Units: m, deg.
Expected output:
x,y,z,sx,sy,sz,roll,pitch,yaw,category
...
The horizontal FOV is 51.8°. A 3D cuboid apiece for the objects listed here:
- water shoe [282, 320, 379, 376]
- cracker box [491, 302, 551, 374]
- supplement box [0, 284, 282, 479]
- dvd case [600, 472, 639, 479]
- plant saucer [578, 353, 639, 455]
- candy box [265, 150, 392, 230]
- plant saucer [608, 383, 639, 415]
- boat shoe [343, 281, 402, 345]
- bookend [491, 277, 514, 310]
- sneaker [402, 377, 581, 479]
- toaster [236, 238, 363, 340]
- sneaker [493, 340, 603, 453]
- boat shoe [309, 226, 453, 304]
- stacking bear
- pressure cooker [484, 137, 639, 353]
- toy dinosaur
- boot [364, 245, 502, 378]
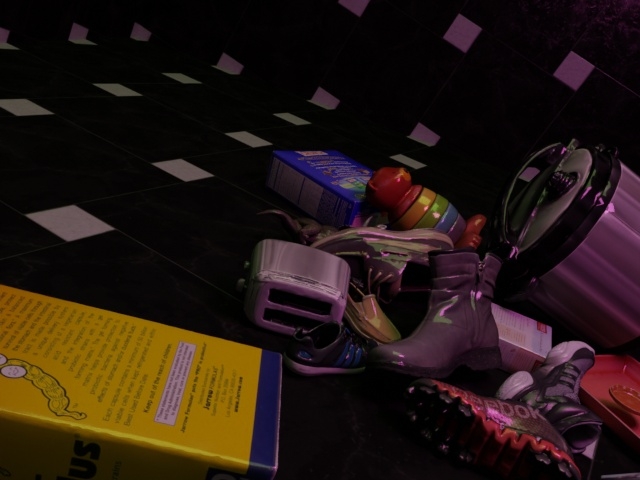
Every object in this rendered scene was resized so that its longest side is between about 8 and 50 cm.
x,y,z,sx,sy,sz,roll,pitch,yaw,category
0.034,0.177,1.103,0.203,0.080,0.073,-2,30,-41,water shoe
0.347,0.187,1.343,0.232,0.067,0.156,22,22,12,cracker box
-0.237,0.204,0.678,0.357,0.194,0.195,15,22,-8,supplement box
0.483,0.360,0.987,0.120,0.013,0.087,-12,-13,22,dvd case
0.602,0.316,1.266,0.259,0.047,0.259,4,27,-31,plant saucer
0.051,-0.136,1.801,0.268,0.122,0.317,-9,36,-46,candy box
0.569,0.295,1.208,0.084,0.013,0.083,16,21,-7,plant saucer
0.086,0.135,1.254,0.068,0.072,0.190,-5,32,-45,boat shoe
0.400,0.121,1.533,0.156,0.072,0.157,1,28,-38,bookend
0.258,0.285,1.002,0.276,0.097,0.135,27,24,14,sneaker
-0.035,0.093,1.190,0.227,0.129,0.146,16,26,-4,toaster
0.427,0.276,1.138,0.269,0.101,0.153,-18,43,-35,sneaker
0.129,0.054,1.364,0.356,0.132,0.130,-7,44,-14,boat shoe
0.236,-0.068,1.612,0.289,0.164,0.175,40,33,-4,stacking bear
0.576,-0.007,1.456,0.420,0.375,0.370,36,25,-6,pressure cooker
0.000,0.000,1.493,0.314,0.120,0.160,8,12,-13,toy dinosaur
0.199,0.120,1.155,0.118,0.222,0.338,-3,-4,43,boot
